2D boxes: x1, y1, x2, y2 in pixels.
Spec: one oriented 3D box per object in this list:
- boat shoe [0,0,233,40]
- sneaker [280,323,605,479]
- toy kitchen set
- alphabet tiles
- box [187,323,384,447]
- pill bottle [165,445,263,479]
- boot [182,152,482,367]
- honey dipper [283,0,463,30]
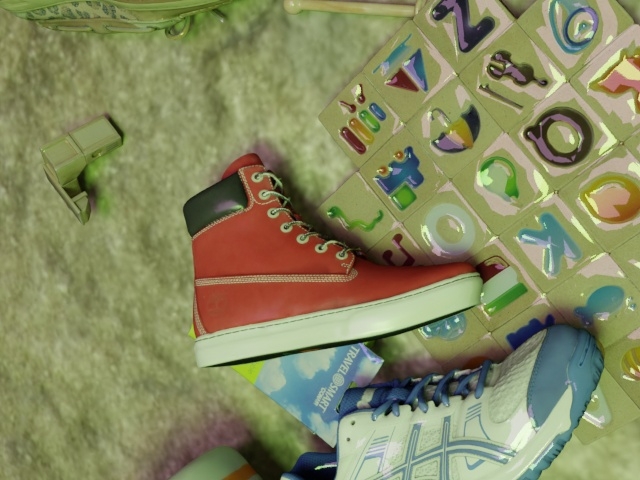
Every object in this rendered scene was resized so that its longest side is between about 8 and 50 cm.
[{"bbox_3d":[-0.180,-0.243,0.696,0.285,0.089,0.105,9,77,24],"label":"boat shoe"},{"bbox_3d":[0.078,0.151,0.578,0.131,0.112,0.296,44,114,8],"label":"sneaker"},{"bbox_3d":[-0.235,-0.067,0.779,0.068,0.075,0.083,50,157,15],"label":"toy kitchen set"},{"bbox_3d":[0.157,-0.020,0.568,0.285,0.011,0.342,-43,82,31],"label":"alphabet tiles"},{"bbox_3d":[-0.029,0.091,0.689,0.178,0.042,0.109,34,114,18],"label":"box"},{"bbox_3d":[-0.034,0.396,0.646,0.392,0.224,0.224,45,117,15],"label":"pill bottle"},{"bbox_3d":[0.000,0.000,0.612,0.244,0.088,0.176,-11,78,18],"label":"boot"},{"bbox_3d":[0.041,-0.188,0.608,0.160,0.030,0.031,14,105,27],"label":"honey dipper"}]
